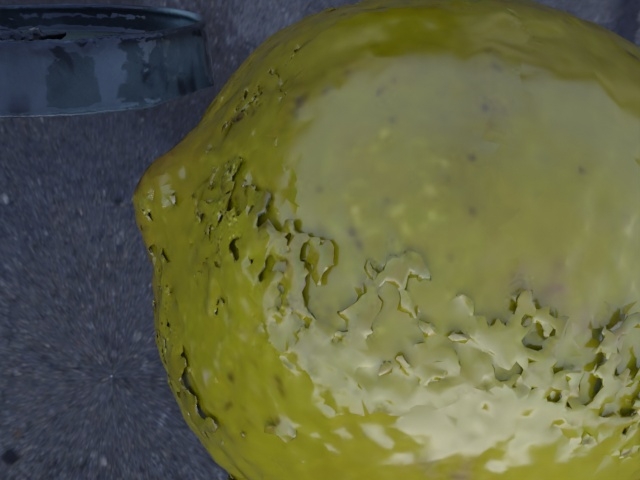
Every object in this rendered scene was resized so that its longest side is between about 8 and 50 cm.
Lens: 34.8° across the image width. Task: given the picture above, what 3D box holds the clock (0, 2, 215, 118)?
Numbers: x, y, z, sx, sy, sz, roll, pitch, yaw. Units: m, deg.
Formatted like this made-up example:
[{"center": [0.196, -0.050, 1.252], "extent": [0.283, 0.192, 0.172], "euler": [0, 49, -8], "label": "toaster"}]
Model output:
[{"center": [-0.258, -0.169, 0.928], "extent": [0.324, 0.325, 0.067], "euler": [-3, 108, -12], "label": "clock"}]

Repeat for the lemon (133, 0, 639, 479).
[{"center": [0.068, 0.016, 0.475], "extent": [0.310, 0.258, 0.258], "euler": [10, 80, -29], "label": "lemon"}]
